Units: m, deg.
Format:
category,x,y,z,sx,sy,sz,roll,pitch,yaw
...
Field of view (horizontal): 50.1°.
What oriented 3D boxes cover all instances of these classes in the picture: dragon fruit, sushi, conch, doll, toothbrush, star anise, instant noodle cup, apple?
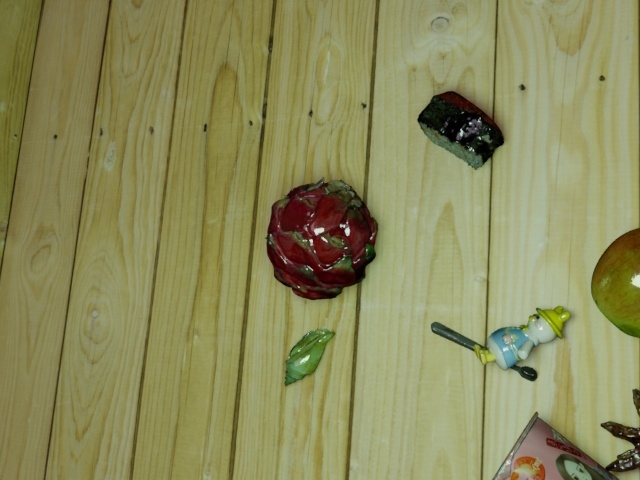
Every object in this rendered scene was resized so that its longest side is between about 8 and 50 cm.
category,x,y,z,sx,sy,sz,roll,pitch,yaw
dragon fruit,0.002,0.002,1.846,0.329,0.329,0.330,-6,77,25
sushi,0.370,-0.296,1.823,0.126,0.136,0.225,-45,59,2
conch,-0.044,0.326,1.926,0.094,0.079,0.201,24,73,40
doll,0.493,0.235,1.659,0.241,0.135,0.099,-32,69,4
toothbrush,0.409,0.278,1.743,0.297,0.031,0.030,25,65,29
star anise,0.765,0.455,1.503,0.288,0.088,0.289,-5,78,23
instant noodle cup,0.518,0.546,1.526,0.231,0.243,0.243,32,94,22
apple,0.735,0.099,1.539,0.246,0.246,0.226,51,121,25
